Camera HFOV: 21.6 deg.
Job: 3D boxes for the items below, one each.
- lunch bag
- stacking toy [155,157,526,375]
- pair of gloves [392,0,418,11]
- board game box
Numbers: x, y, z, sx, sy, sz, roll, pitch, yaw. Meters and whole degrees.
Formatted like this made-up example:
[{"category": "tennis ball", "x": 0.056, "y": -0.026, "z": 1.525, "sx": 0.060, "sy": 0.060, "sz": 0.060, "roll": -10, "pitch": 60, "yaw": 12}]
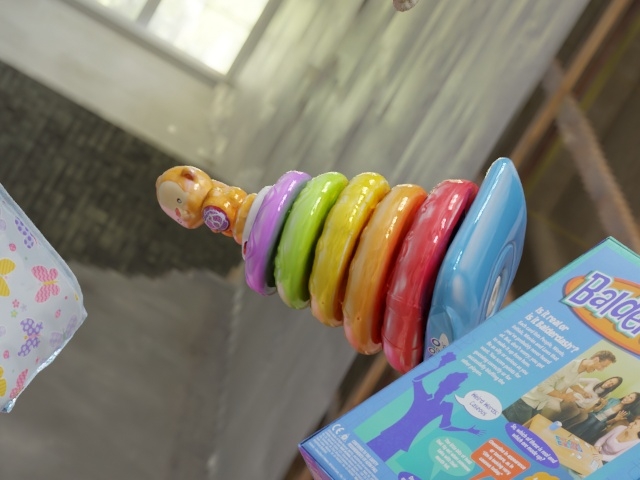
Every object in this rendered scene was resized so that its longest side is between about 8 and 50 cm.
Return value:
[{"category": "lunch bag", "x": -0.148, "y": 0.027, "z": 0.721, "sx": 0.053, "sy": 0.083, "sz": 0.071, "roll": -11, "pitch": -147, "yaw": 51}, {"category": "stacking toy", "x": 0.000, "y": 0.000, "z": 1.354, "sx": 0.175, "sy": 0.302, "sz": 0.166, "roll": 92, "pitch": 22, "yaw": -48}, {"category": "pair of gloves", "x": 0.081, "y": -0.339, "z": 1.423, "sx": 0.240, "sy": 0.042, "sz": 0.204, "roll": -66, "pitch": 153, "yaw": -14}, {"category": "board game box", "x": 0.117, "y": 0.098, "z": 0.843, "sx": 0.210, "sy": 0.047, "sz": 0.160, "roll": -32, "pitch": -145, "yaw": -12}]
